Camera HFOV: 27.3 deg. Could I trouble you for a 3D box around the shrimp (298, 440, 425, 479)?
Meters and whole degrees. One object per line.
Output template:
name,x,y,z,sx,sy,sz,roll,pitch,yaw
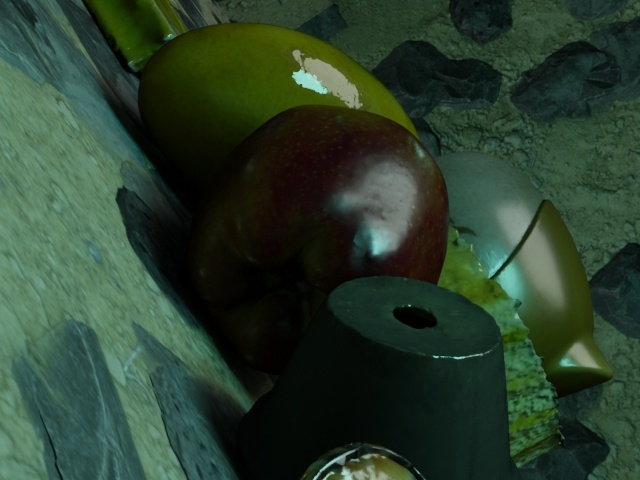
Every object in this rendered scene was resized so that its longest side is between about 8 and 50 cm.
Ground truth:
shrimp,0.048,0.300,0.985,0.222,0.054,0.290,-21,89,-51

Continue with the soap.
soap,-0.291,-0.371,1.900,0.315,0.091,0.199,59,5,14

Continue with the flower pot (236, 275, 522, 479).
flower pot,0.068,0.135,1.180,0.269,0.166,0.269,12,19,-4

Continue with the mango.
mango,-0.045,-0.121,1.673,0.446,0.300,0.232,38,44,-42

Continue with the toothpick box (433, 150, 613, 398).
toothpick box,0.241,0.106,2.161,0.425,0.409,0.409,66,9,19

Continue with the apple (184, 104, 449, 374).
apple,0.000,0.000,1.420,0.288,0.288,0.317,56,24,-14

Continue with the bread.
bread,0.136,0.184,1.674,0.239,0.264,0.395,47,-13,46
